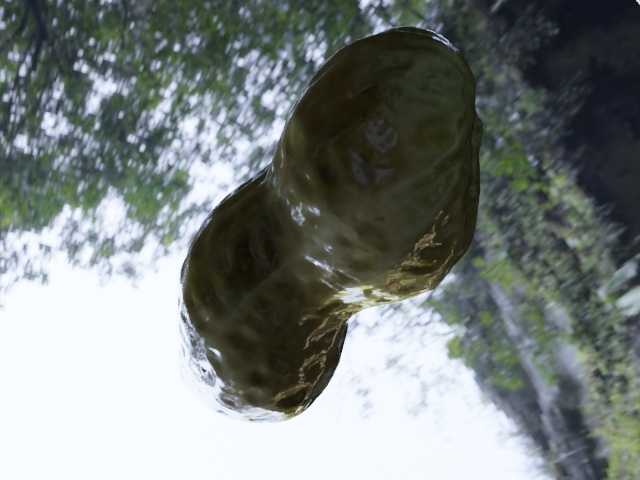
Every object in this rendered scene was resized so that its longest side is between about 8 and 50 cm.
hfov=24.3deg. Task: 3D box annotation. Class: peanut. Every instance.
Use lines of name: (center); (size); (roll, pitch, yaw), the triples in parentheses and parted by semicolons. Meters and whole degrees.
peanut: (0.002, 0.001, 0.574); (0.089, 0.193, 0.089); (24, -141, -21)

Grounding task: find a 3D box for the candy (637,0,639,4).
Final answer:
candy: (0.156, -0.080, 0.428); (0.203, 0.141, 0.078); (29, -117, -50)
